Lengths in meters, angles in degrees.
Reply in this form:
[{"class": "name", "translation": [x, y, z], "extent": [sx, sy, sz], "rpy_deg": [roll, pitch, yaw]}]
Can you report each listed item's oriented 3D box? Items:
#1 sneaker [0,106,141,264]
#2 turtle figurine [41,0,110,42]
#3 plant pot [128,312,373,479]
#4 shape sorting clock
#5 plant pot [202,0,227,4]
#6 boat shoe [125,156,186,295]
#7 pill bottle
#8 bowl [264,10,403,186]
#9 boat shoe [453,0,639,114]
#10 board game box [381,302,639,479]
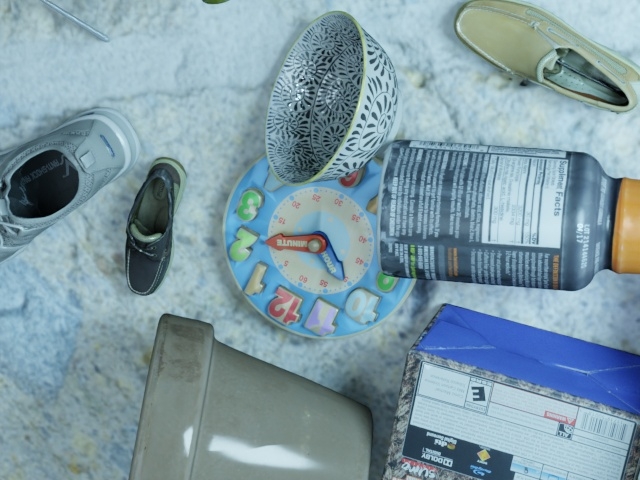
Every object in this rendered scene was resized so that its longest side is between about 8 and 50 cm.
[{"class": "sneaker", "translation": [-0.319, -0.044, 1.806], "extent": [0.281, 0.115, 0.105], "rpy_deg": [-34, 94, 25]}, {"class": "turtle figurine", "translation": [-0.270, -0.334, 1.705], "extent": [0.266, 0.274, 0.198], "rpy_deg": [59, 139, 15]}, {"class": "plant pot", "translation": [-0.071, 0.216, 1.760], "extent": [0.229, 0.263, 0.263], "rpy_deg": [9, 111, -3]}, {"class": "shape sorting clock", "translation": [0.000, 0.000, 1.757], "extent": [0.206, 0.040, 0.206], "rpy_deg": [6, 109, 16]}, {"class": "plant pot", "translation": [-0.112, -0.406, 1.517], "extent": [0.366, 0.366, 0.353], "rpy_deg": [-32, 106, 24]}, {"class": "boat shoe", "translation": [-0.176, -0.010, 1.806], "extent": [0.056, 0.049, 0.152], "rpy_deg": [16, 112, 12]}, {"class": "pill bottle", "translation": [0.180, -0.021, 1.634], "extent": [0.245, 0.130, 0.130], "rpy_deg": [5, 109, 9]}, {"class": "bowl", "translation": [0.025, -0.123, 1.669], "extent": [0.080, 0.170, 0.170], "rpy_deg": [17, 118, -30]}, {"class": "boat shoe", "translation": [0.206, -0.169, 1.615], "extent": [0.190, 0.072, 0.068], "rpy_deg": [22, 113, 11]}, {"class": "board game box", "translation": [0.184, 0.241, 1.718], "extent": [0.232, 0.141, 0.291], "rpy_deg": [16, 112, 13]}]
